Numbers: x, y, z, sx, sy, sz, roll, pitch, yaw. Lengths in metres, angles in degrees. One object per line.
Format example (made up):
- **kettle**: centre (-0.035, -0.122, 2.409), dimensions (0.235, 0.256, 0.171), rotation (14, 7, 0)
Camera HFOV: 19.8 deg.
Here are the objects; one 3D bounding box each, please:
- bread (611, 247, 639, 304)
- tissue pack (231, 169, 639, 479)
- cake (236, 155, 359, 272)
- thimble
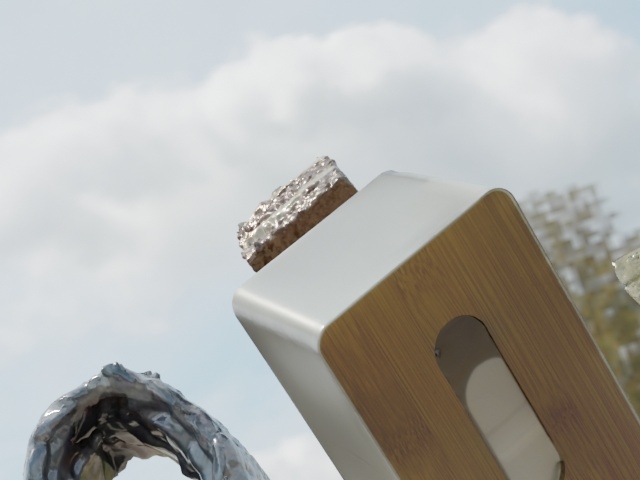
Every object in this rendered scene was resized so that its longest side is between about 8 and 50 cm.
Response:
- **bread**: centre (0.293, 0.003, 1.252), dimensions (0.152, 0.077, 0.105), rotation (-48, -41, 13)
- **tissue pack**: centre (0.081, 0.096, 1.179), dimensions (0.159, 0.246, 0.136), rotation (-40, 24, -16)
- **cake**: centre (0.000, 0.000, 1.814), dimensions (0.135, 0.134, 0.147), rotation (-39, 22, 4)
- **thimble**: centre (-0.143, 0.229, 1.564), dimensions (0.205, 0.236, 0.172), rotation (-22, -31, 1)
